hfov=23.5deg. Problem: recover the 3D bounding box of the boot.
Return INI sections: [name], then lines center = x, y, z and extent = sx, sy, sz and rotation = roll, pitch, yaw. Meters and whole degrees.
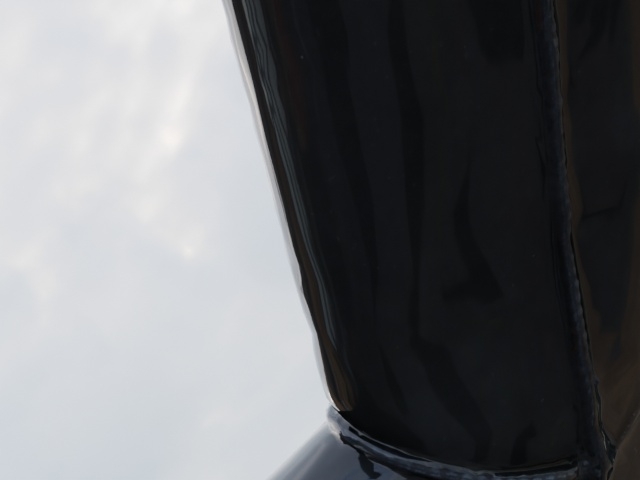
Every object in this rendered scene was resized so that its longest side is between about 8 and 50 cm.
[boot]
center = 0.001, -0.001, 0.604
extent = 0.367, 0.146, 0.445
rotation = -25, -57, -32
